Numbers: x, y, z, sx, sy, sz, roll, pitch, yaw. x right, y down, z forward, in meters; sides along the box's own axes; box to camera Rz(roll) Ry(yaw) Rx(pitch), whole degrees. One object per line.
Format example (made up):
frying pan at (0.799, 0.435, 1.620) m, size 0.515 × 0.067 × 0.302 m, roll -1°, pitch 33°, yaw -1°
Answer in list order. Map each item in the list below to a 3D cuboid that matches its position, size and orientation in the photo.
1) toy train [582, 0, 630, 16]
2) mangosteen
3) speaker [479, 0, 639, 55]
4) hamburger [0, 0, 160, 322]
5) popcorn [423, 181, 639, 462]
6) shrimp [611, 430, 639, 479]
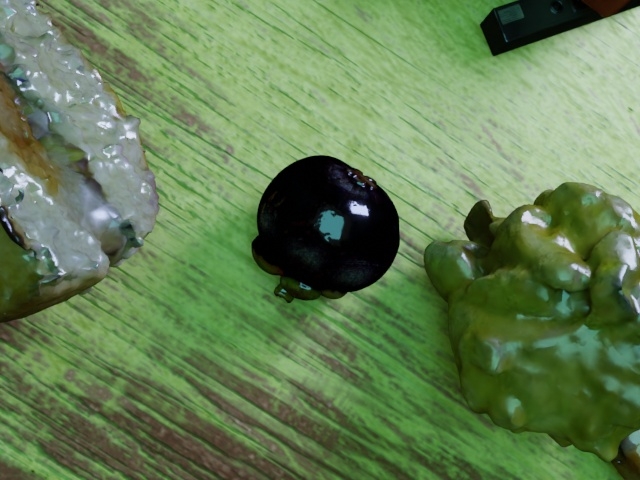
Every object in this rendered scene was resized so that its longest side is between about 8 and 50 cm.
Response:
toy train at (0.286, -0.382, 0.787) m, size 0.231 × 0.163 × 0.369 m, roll 42°, pitch 76°, yaw 5°
mangosteen at (0.000, 0.000, 0.753) m, size 0.137 × 0.137 × 0.151 m, roll 31°, pitch 115°, yaw -3°
speaker at (0.267, -0.248, 0.844) m, size 0.191 × 0.046 × 0.040 m, roll -20°, pitch 86°, yaw -9°
hamburger at (-0.354, -0.098, 0.644) m, size 0.287 × 0.268 × 0.445 m, roll -39°, pitch 92°, yaw 20°
popcorn at (0.221, 0.069, 0.750) m, size 0.266 × 0.192 × 0.233 m, roll 39°, pitch 96°, yaw 22°
shrimp at (0.409, 0.228, 0.805) m, size 0.287 × 0.063 × 0.152 m, roll 37°, pitch 74°, yaw -2°
